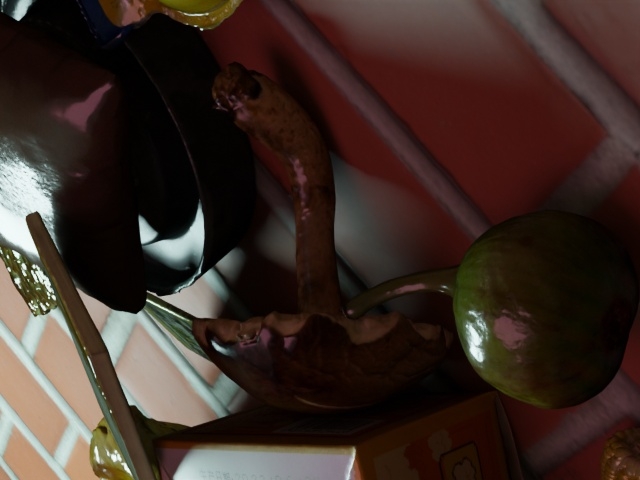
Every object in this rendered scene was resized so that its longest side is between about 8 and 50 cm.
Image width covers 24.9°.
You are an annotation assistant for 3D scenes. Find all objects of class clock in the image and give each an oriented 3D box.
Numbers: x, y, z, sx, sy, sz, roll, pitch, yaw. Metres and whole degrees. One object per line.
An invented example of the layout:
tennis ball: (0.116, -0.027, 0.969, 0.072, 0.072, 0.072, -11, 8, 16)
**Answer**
clock: (-0.218, -0.125, 1.496, 0.386, 0.076, 0.386, 34, 143, 30)

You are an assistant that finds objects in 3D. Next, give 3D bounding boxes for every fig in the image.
fig: (0.124, 0.047, 1.118, 0.245, 0.149, 0.149, 6, 126, 41)

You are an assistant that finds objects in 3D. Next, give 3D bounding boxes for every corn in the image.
corn: (0.273, 0.227, 1.188, 0.085, 0.063, 0.165, 2, 128, 24)

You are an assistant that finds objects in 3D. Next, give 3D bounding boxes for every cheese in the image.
cheese: (-0.136, -0.252, 1.228, 0.270, 0.069, 0.177, -28, 88, 45)

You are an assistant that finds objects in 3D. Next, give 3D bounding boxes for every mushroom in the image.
mushroom: (0.010, 0.021, 1.276, 0.208, 0.233, 0.301, -128, 44, -57)

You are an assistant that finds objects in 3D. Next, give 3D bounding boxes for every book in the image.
book: (-0.213, 0.137, 1.405, 0.208, 0.020, 0.295, 54, 163, 42)
book: (-0.109, 0.115, 1.562, 0.192, 0.013, 0.168, 24, 164, 34)

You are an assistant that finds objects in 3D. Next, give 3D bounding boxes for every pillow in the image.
pillow: (-0.298, -0.101, 1.439, 0.308, 0.108, 0.305, 28, 140, 25)

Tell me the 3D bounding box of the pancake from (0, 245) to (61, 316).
pancake: (-0.390, -0.083, 1.731, 0.305, 0.067, 0.426, 19, 134, 63)

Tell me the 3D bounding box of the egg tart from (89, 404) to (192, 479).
egg tart: (-0.101, 0.361, 1.670, 0.443, 0.178, 0.443, 53, 164, 23)

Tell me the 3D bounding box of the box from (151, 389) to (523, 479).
box: (0.026, 0.283, 1.352, 0.283, 0.214, 0.259, -6, 97, 47)
